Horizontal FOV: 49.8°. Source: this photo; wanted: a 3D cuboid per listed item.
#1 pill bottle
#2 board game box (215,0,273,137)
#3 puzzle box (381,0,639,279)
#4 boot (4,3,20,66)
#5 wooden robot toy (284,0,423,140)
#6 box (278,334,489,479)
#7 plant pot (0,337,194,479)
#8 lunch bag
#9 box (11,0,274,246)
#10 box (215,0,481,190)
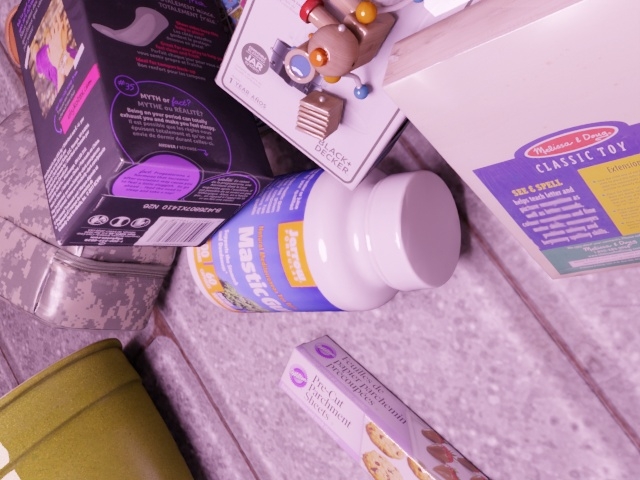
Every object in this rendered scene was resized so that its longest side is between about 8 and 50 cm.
[{"bbox_3d":[0.000,0.000,0.723,0.272,0.152,0.152,-6,96,41],"label":"pill bottle"},{"bbox_3d":[-0.037,-0.259,0.735,0.303,0.097,0.224,-22,86,40],"label":"board game box"},{"bbox_3d":[0.277,-0.093,0.426,0.409,0.272,0.052,-14,48,40],"label":"puzzle box"},{"bbox_3d":[-0.396,-0.310,1.034,0.152,0.073,0.197,44,126,19],"label":"boot"},{"bbox_3d":[0.005,-0.141,0.497,0.076,0.079,0.173,38,134,5],"label":"wooden robot toy"},{"bbox_3d":[0.088,0.233,0.760,0.324,0.063,0.067,40,121,26],"label":"box"},{"bbox_3d":[-0.327,0.392,0.983,0.353,0.366,0.366,48,126,6],"label":"plant pot"},{"bbox_3d":[-0.342,-0.040,0.959,0.305,0.212,0.256,24,97,30],"label":"lunch bag"},{"bbox_3d":[-0.181,-0.142,0.678,0.143,0.165,0.270,-37,62,39],"label":"box"},{"bbox_3d":[0.044,-0.199,0.547,0.169,0.087,0.290,38,135,6],"label":"box"}]
